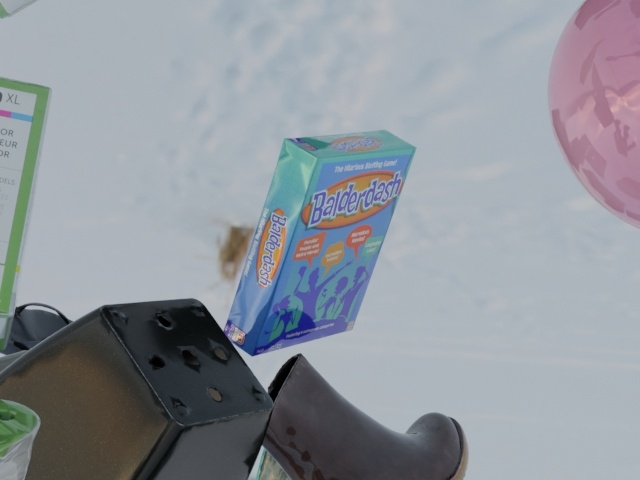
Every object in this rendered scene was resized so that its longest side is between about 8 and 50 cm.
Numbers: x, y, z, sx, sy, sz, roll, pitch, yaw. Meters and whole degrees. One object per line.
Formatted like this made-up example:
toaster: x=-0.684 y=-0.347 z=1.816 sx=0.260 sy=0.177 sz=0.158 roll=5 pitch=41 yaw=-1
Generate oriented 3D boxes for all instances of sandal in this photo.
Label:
sandal: x=-0.392 y=0.121 z=1.830 sx=0.054 sy=0.097 sz=0.254 roll=-33 pitch=155 yaw=17

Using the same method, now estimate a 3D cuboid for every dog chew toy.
dog chew toy: x=0.318 y=-0.141 z=0.927 sx=0.206 sy=0.207 sz=0.332 roll=16 pitch=141 yaw=-41

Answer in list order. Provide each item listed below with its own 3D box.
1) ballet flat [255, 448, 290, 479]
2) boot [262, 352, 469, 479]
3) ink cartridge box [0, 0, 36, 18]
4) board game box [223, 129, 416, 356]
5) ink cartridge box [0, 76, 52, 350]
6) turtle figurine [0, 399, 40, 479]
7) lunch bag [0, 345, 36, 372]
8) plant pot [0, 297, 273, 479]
ballet flat: x=-0.056 y=0.322 z=1.528 sx=0.068 sy=0.213 sz=0.072 roll=20 pitch=-172 yaw=14
boot: x=0.043 y=0.187 z=1.325 sx=0.090 sy=0.207 sz=0.248 roll=-28 pitch=-166 yaw=34
ink cartridge box: x=-0.184 y=-0.292 z=1.000 sx=0.235 sy=0.171 sz=0.056 roll=-26 pitch=-161 yaw=15
board game box: x=0.000 y=0.000 z=1.310 sx=0.047 sy=0.210 sz=0.160 roll=32 pitch=-154 yaw=31
ink cartridge box: x=-0.217 y=-0.042 z=0.890 sx=0.062 sy=0.209 sz=0.109 roll=10 pitch=161 yaw=-14
turtle figurine: x=-0.267 y=0.210 z=0.767 sx=0.274 sy=0.266 sz=0.198 roll=6 pitch=-163 yaw=-21
lunch bag: x=-0.432 y=0.266 z=1.590 sx=0.235 sy=0.169 sz=0.287 roll=-15 pitch=157 yaw=-28
plant pot: x=-0.154 y=0.152 z=1.145 sx=0.187 sy=0.188 sz=0.167 roll=-2 pitch=139 yaw=-54
